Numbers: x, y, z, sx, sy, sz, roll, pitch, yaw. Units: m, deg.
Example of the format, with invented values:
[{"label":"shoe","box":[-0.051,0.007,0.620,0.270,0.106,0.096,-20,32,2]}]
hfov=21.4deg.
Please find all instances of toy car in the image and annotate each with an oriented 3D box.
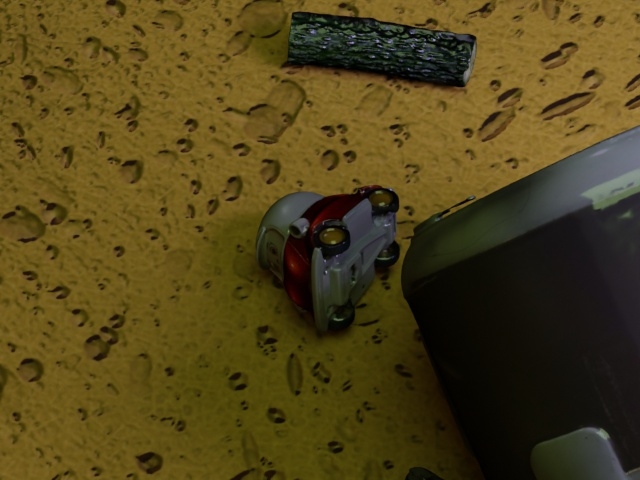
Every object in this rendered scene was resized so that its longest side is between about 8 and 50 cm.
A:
[{"label":"toy car","box":[0.000,0.000,1.527,0.112,0.112,0.139,22,48,27]}]

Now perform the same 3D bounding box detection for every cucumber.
[{"label":"cucumber","box":[0.062,-0.191,1.669,0.187,0.058,0.058,8,58,-1]}]

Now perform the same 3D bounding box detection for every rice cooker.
[{"label":"rice cooker","box":[0.252,0.088,1.341,0.335,0.335,0.325,-23,85,-18]}]

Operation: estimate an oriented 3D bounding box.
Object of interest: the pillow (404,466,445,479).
[{"label":"pillow","box":[0.131,0.276,1.366,0.051,0.093,0.241,-28,65,-5]}]
